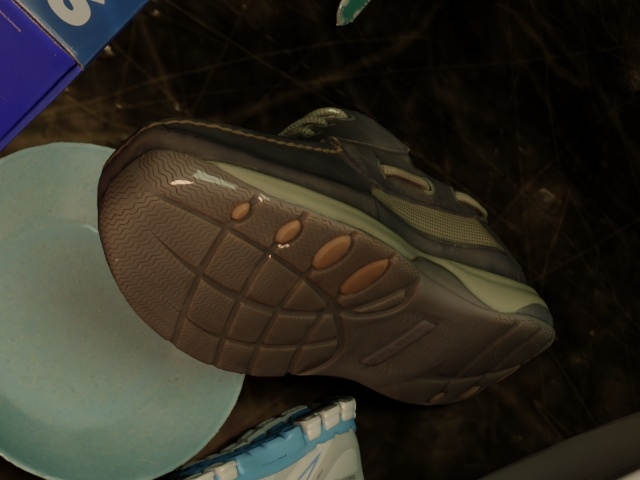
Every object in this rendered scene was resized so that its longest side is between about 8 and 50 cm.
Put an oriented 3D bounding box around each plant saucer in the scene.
[{"bbox_3d":[-0.131,0.043,0.801,0.195,0.037,0.195,11,68,-29],"label":"plant saucer"}]

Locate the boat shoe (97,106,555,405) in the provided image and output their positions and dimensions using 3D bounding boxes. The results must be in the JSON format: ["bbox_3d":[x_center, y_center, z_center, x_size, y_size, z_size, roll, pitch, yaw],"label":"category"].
[{"bbox_3d":[0.000,0.000,0.827,0.355,0.132,0.130,27,36,-51],"label":"boat shoe"}]

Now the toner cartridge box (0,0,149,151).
[{"bbox_3d":[-0.255,-0.200,0.729,0.348,0.165,0.075,45,54,-12],"label":"toner cartridge box"}]

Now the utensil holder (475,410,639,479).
[{"bbox_3d":[0.188,0.301,0.748,0.328,0.327,0.385,-20,82,-36],"label":"utensil holder"}]

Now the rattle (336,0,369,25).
[{"bbox_3d":[0.082,-0.234,0.980,0.200,0.143,0.130,-31,110,-42],"label":"rattle"}]

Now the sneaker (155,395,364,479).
[{"bbox_3d":[-0.042,0.154,0.802,0.191,0.071,0.083,-21,92,-35],"label":"sneaker"}]
